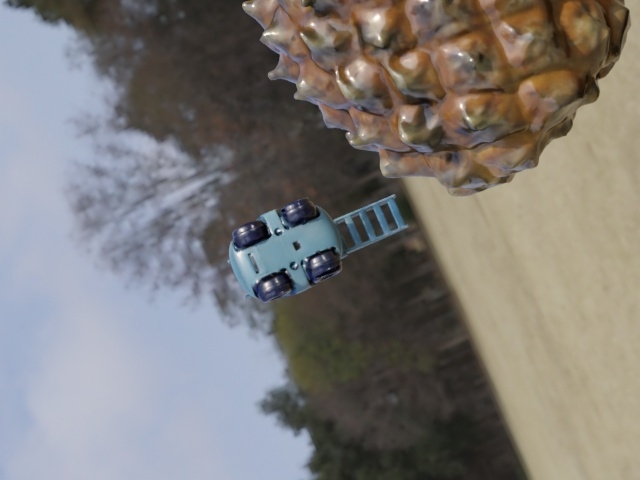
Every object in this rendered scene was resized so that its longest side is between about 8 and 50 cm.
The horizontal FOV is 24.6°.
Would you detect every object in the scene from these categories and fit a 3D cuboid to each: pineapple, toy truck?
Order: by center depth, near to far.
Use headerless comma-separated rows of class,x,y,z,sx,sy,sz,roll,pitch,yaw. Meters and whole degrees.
pineapple,0.040,-0.118,0.682,0.193,0.166,0.166,40,-171,-8
toy truck,0.000,0.000,1.071,0.074,0.136,0.063,99,149,-82
